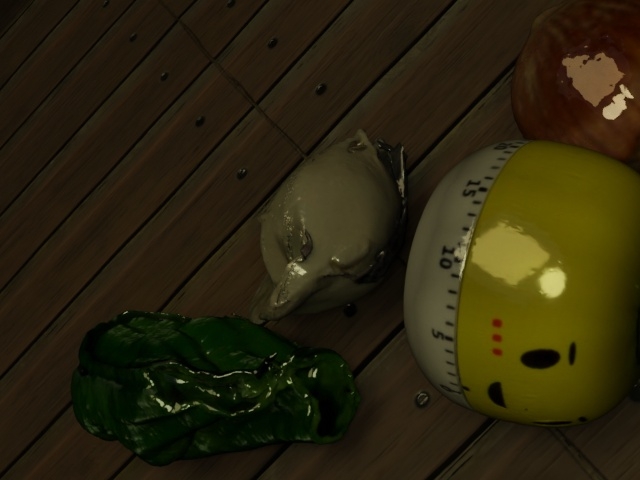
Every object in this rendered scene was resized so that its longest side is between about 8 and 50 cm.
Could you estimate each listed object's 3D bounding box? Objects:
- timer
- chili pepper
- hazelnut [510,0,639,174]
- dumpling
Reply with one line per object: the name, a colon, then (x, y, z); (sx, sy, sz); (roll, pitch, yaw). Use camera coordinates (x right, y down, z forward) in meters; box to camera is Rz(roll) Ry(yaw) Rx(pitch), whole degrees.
timer: (0.238, 0.047, 0.880); (0.285, 0.285, 0.285); (-20, 52, 29)
chili pepper: (-0.140, 0.181, 1.158); (0.385, 0.213, 0.167); (-1, 106, 43)
hazelnut: (0.295, -0.156, 0.996); (0.214, 0.176, 0.214); (0, 83, -2)
dumpling: (0.017, 0.002, 1.170); (0.163, 0.204, 0.293); (20, 46, 10)
